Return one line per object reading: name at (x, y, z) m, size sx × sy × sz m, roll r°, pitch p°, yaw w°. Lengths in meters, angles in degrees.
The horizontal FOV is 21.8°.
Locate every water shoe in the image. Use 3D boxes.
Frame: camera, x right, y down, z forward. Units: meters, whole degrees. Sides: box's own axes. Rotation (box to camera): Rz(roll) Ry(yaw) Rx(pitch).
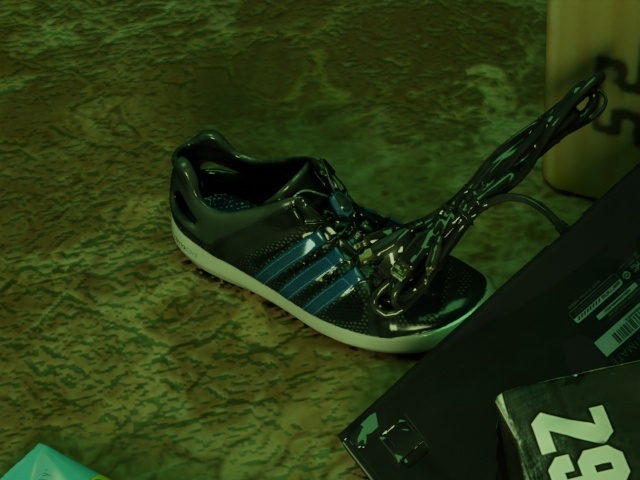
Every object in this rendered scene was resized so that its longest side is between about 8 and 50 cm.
water shoe at (0.000, 0.000, 0.916) m, size 0.203 × 0.080 × 0.073 m, roll 17°, pitch 49°, yaw 22°

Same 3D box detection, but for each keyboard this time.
keyboard at (0.139, 0.013, 0.826) m, size 0.317 × 0.033 × 0.201 m, roll -41°, pitch 58°, yaw 3°

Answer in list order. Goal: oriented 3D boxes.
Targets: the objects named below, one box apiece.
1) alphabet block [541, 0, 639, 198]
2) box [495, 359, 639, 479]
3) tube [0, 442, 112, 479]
alphabet block at (0.247, -0.135, 0.948) m, size 0.193 × 0.197 × 0.192 m, roll 19°, pitch 50°, yaw 23°
box at (0.123, 0.233, 0.493) m, size 0.079 × 0.322 × 0.257 m, roll -11°, pitch 44°, yaw -3°
tube at (-0.083, 0.156, 0.794) m, size 0.207 × 0.052 × 0.080 m, roll 17°, pitch 37°, yaw 29°
